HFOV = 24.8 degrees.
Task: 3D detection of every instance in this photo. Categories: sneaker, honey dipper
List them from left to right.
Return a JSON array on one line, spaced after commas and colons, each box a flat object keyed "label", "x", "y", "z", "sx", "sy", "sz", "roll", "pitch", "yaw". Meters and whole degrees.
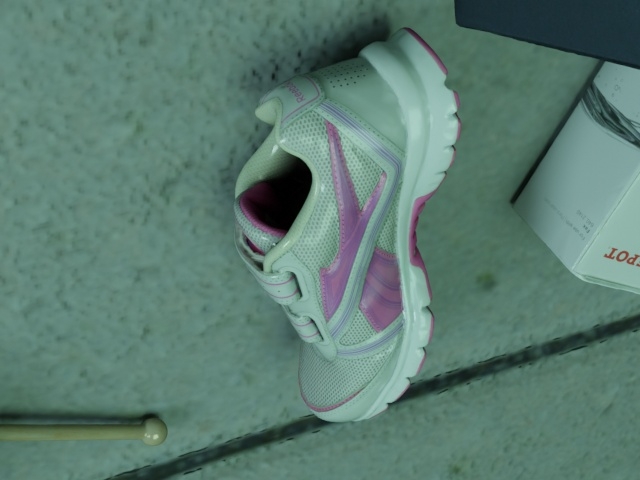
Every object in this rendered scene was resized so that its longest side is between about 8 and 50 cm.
[{"label": "honey dipper", "x": -0.160, "y": 0.115, "z": 0.872, "sx": 0.161, "sy": 0.030, "sz": 0.030, "roll": 6, "pitch": 121, "yaw": -37}, {"label": "sneaker", "x": 0.000, "y": 0.000, "z": 0.837, "sx": 0.111, "sy": 0.103, "sz": 0.252, "roll": -9, "pitch": 123, "yaw": -21}]

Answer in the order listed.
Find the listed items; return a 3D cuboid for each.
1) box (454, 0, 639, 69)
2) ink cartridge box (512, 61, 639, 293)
[{"label": "box", "x": 0.274, "y": -0.181, "z": 0.653, "sx": 0.312, "sy": 0.343, "sz": 0.179, "roll": -13, "pitch": 110, "yaw": -24}, {"label": "ink cartridge box", "x": 0.235, "y": -0.064, "z": 0.935, "sx": 0.139, "sy": 0.082, "sz": 0.190, "roll": 13, "pitch": 118, "yaw": -39}]
